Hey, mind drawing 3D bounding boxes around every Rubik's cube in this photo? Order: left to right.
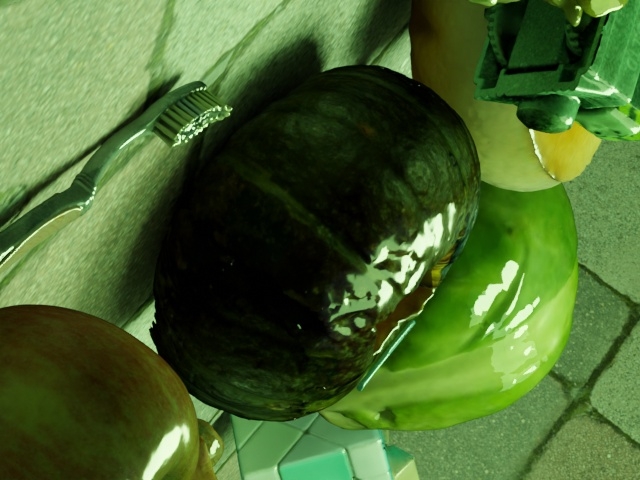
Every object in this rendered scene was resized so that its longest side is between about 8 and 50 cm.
[{"bbox_3d":[0.006,0.287,2.330,0.265,0.224,0.213,-102,178,-50],"label":"Rubik's cube"}]

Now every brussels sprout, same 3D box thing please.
[{"bbox_3d":[0.117,0.047,2.039,0.371,0.315,0.276,-47,147,-4],"label":"brussels sprout"}]

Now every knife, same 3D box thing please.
[{"bbox_3d":[0.053,0.091,1.479,0.091,0.005,0.014,-48,168,-39],"label":"knife"}]

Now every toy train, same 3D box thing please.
[{"bbox_3d":[0.250,-0.224,1.505,0.138,0.178,0.330,1,-112,51],"label":"toy train"}]

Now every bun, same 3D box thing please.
[{"bbox_3d":[0.173,-0.199,1.691,0.299,0.165,0.299,-42,139,-51],"label":"bun"}]

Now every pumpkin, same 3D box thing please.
[{"bbox_3d":[0.000,0.000,1.507,0.320,0.192,0.320,-52,169,-15],"label":"pumpkin"}]

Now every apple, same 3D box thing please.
[{"bbox_3d":[-0.178,0.133,1.179,0.188,0.174,0.188,-54,170,-14],"label":"apple"}]

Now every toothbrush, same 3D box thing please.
[{"bbox_3d":[-0.176,-0.007,1.120,0.375,0.037,0.028,-41,162,-42],"label":"toothbrush"}]

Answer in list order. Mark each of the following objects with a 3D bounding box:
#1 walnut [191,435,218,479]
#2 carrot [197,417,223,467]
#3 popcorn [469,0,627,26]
[{"bbox_3d":[-0.179,0.325,1.808,0.298,0.203,0.203,-62,169,9],"label":"walnut"},{"bbox_3d":[-0.233,0.311,1.924,0.342,0.070,0.070,-44,169,-17],"label":"carrot"},{"bbox_3d":[0.142,-0.245,1.349,0.167,0.185,0.187,-35,-146,37],"label":"popcorn"}]
